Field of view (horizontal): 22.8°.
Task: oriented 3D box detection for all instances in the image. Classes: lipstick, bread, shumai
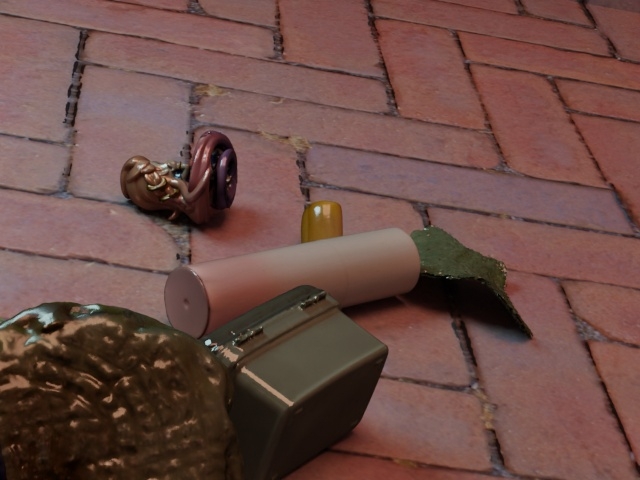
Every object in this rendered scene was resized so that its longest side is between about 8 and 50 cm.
[{"bbox_3d":[-0.027,0.048,1.877,0.327,0.087,0.087,-11,34,-40],"label":"lipstick"},{"bbox_3d":[0.000,0.002,2.043,0.049,0.103,0.062,10,-20,-31],"label":"bread"},{"bbox_3d":[-0.244,0.210,1.385,0.309,0.304,0.263,11,-11,-20],"label":"shumai"}]

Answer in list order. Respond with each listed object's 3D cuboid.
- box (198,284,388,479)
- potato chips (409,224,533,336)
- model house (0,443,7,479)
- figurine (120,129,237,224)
[{"bbox_3d":[-0.040,0.145,1.610,0.129,0.148,0.210,34,34,23],"label":"box"},{"bbox_3d":[0.186,0.048,2.015,0.228,0.059,0.167,25,18,24],"label":"potato chips"},{"bbox_3d":[-0.265,0.221,0.901,0.243,0.284,0.298,-9,35,-32],"label":"model house"},{"bbox_3d":[-0.179,-0.072,2.054,0.157,0.114,0.126,-18,-6,1],"label":"figurine"}]
